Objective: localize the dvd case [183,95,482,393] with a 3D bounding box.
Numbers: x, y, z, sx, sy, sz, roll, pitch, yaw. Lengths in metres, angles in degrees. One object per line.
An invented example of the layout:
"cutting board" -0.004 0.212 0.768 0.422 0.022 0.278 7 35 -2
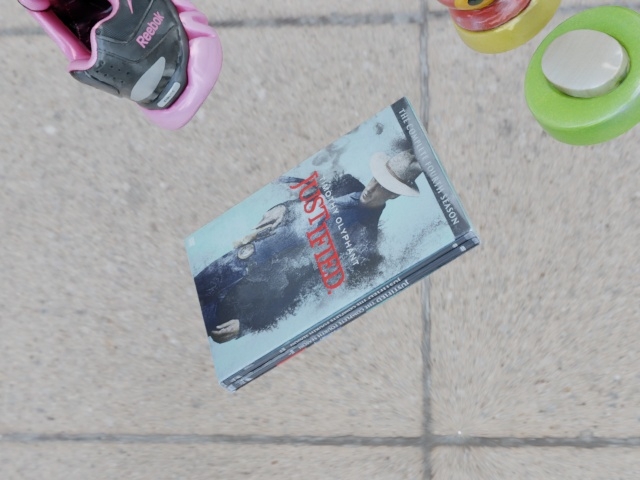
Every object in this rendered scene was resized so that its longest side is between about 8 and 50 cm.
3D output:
"dvd case" 0.000 0.000 0.469 0.119 0.013 0.087 -31 45 12

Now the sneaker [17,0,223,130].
"sneaker" -0.079 -0.088 0.381 0.047 0.057 0.119 -53 52 27

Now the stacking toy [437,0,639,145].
"stacking toy" 0.239 -0.254 0.990 0.309 0.130 0.279 -36 47 21
